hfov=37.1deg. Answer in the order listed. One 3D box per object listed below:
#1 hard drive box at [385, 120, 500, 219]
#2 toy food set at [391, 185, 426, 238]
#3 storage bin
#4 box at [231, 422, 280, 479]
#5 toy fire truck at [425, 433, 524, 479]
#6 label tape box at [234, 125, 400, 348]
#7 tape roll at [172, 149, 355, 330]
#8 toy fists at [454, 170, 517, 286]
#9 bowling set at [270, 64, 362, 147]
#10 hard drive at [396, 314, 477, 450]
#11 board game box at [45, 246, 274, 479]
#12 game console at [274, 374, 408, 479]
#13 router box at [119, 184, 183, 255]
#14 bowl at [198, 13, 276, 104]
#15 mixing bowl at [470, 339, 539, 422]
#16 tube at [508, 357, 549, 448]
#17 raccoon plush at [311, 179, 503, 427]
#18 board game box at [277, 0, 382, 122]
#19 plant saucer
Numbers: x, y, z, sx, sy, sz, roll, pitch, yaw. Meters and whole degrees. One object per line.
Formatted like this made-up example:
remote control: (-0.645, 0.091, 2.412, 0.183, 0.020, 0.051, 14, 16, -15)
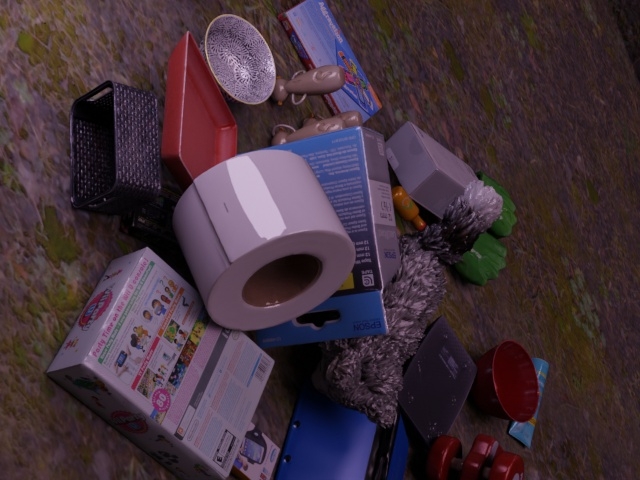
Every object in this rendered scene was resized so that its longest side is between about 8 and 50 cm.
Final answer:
hard drive box: (0.261, -0.130, 2.073, 0.232, 0.089, 0.181, 32, 24, -37)
toy food set: (0.124, 0.010, 1.905, 0.104, 0.111, 0.232, 49, 43, -24)
storage bin: (-0.315, -0.139, 1.463, 0.084, 0.122, 0.180, 10, 68, -46)
box: (-0.114, 0.352, 1.562, 0.136, 0.028, 0.081, 50, 47, -37)
toy fire truck: (0.304, 0.538, 1.871, 0.254, 0.169, 0.302, 52, 54, -49)
label tape box: (0.000, 0.000, 1.651, 0.115, 0.249, 0.347, 2, 79, -65)
tape roll: (-0.089, 0.002, 1.479, 0.246, 0.246, 0.169, 12, 41, -45)
toy fists: (0.375, -0.021, 2.214, 0.142, 0.096, 0.279, 36, 52, -21)
bowling set: (0.005, -0.174, 1.848, 0.200, 0.154, 0.287, 40, 45, -56)
hard drive: (0.227, 0.293, 1.959, 0.172, 0.054, 0.254, 55, 44, -18)
board game box: (-0.232, 0.194, 1.454, 0.303, 0.097, 0.224, 47, 45, -28)
game console: (0.041, 0.432, 1.722, 0.250, 0.173, 0.293, 73, 28, -51)
router box: (-0.262, -0.039, 1.550, 0.122, 0.038, 0.092, 28, 57, -40)
bowl: (-0.168, -0.314, 1.725, 0.170, 0.080, 0.170, 21, 61, -42)
mixing bowl: (0.392, 0.317, 2.100, 0.181, 0.098, 0.181, 21, 60, -43)
tube: (0.487, 0.376, 2.229, 0.080, 0.052, 0.207, 36, 58, -22)
raccoon plush: (0.140, 0.101, 1.654, 0.216, 0.446, 0.299, 28, 24, -16)
board game box: (0.024, -0.372, 2.002, 0.145, 0.027, 0.281, -44, 109, -45)
plant saucer: (-0.199, -0.163, 1.569, 0.259, 0.048, 0.258, 66, 19, -57)
